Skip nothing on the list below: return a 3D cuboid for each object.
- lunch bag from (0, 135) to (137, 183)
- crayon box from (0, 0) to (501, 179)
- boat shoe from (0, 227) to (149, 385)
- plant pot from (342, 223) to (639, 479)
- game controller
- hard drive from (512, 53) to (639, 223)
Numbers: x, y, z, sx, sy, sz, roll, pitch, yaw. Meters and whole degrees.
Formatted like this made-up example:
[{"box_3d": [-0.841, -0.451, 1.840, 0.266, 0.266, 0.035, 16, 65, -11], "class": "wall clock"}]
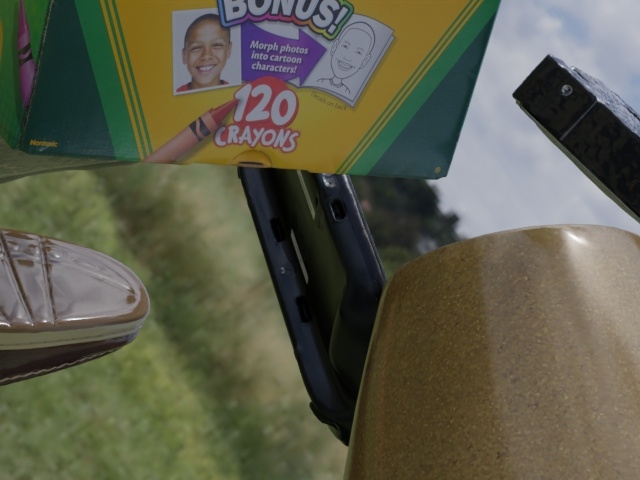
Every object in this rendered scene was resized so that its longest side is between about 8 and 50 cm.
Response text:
[{"box_3d": [-0.318, -0.145, 1.429, 0.235, 0.287, 0.169, 68, 12, -72], "class": "lunch bag"}, {"box_3d": [-0.037, -0.129, 0.918, 0.278, 0.165, 0.081, 2, 24, -33], "class": "crayon box"}, {"box_3d": [-0.294, 0.078, 1.203, 0.123, 0.342, 0.123, -123, -145, -45], "class": "boat shoe"}, {"box_3d": [0.102, 0.131, 0.681, 0.237, 0.237, 0.254, 61, 22, -69], "class": "plant pot"}, {"box_3d": [0.000, 0.000, 1.283, 0.166, 0.067, 0.319, 107, -27, -42], "class": "game controller"}, {"box_3d": [0.344, -0.034, 1.598, 0.339, 0.064, 0.237, 45, 14, 16], "class": "hard drive"}]
